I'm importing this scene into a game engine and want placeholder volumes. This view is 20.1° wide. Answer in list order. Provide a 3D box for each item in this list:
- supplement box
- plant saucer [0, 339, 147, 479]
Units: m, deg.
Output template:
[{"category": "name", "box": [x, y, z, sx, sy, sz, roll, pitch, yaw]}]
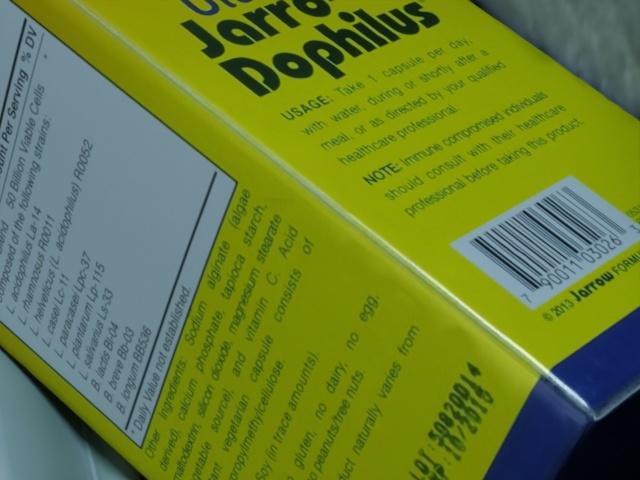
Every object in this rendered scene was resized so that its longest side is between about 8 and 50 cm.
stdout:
[{"category": "supplement box", "box": [0.000, 0.000, 0.827, 0.356, 0.195, 0.194, 39, 129, 21]}, {"category": "plant saucer", "box": [-0.098, 0.173, 0.928, 0.101, 0.400, 0.400, -26, 90, 6]}]
